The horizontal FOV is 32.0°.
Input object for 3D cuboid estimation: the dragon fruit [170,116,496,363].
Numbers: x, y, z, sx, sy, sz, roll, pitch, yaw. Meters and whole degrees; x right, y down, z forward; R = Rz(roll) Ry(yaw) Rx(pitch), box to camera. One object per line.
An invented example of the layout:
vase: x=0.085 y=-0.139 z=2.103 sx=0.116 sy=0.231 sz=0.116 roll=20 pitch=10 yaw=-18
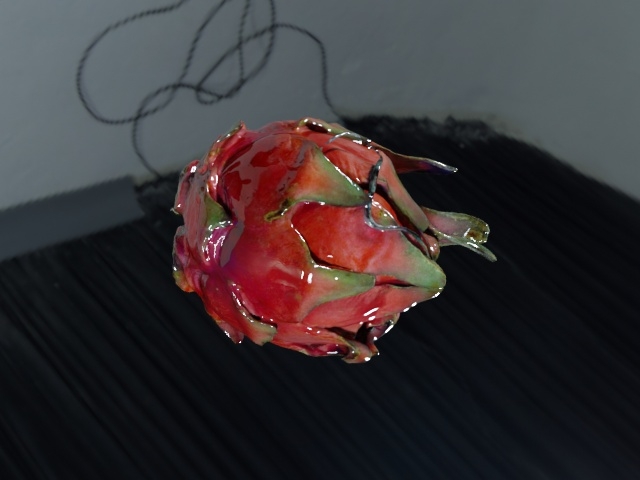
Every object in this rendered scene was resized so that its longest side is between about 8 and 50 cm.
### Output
dragon fruit: x=0.000 y=0.000 z=0.894 sx=0.193 sy=0.274 sz=0.192 roll=22 pitch=80 yaw=-73
